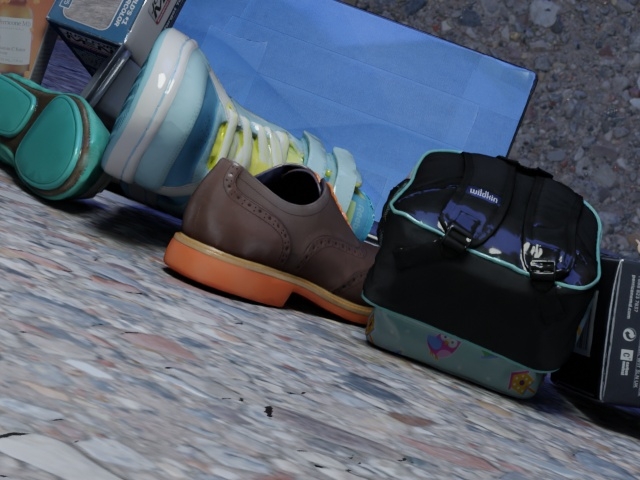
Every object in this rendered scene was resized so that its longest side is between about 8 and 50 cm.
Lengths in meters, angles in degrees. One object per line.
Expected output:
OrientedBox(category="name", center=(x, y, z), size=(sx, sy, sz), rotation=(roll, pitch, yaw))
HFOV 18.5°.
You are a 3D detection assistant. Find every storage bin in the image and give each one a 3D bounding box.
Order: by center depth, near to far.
OrientedBox(category="storage bin", center=(-0.209, -0.138, 2.087), size=(0.091, 0.098, 0.135), rotation=(36, -14, -10))

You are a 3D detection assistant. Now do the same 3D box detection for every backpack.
OrientedBox(category="backpack", center=(0.120, 0.016, 1.435), size=(0.166, 0.144, 0.188), rotation=(18, 31, 3))

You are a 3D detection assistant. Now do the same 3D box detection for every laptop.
OrientedBox(category="laptop", center=(-0.009, -0.122, 1.904), size=(0.382, 0.236, 0.408), rotation=(20, 6, 6))

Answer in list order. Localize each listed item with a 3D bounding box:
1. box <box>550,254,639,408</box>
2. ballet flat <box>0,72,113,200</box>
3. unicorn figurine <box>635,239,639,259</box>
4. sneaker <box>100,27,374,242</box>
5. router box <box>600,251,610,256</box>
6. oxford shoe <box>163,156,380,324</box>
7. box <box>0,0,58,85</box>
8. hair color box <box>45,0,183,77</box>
OrientedBox(category="box", center=(0.295, 0.075, 1.482), size=(0.207, 0.108, 0.153), rotation=(8, 0, -6))
OrientedBox(category="ballet flat", center=(-0.212, -0.078, 1.596), size=(0.087, 0.083, 0.247), rotation=(33, -1, -34))
OrientedBox(category="unicorn figurine", center=(0.307, 0.082, 1.808), size=(0.060, 0.162, 0.111), rotation=(-11, 4, -24))
OrientedBox(category="sneaker", center=(-0.052, -0.060, 1.530), size=(0.208, 0.127, 0.319), rotation=(25, -3, 2))
OrientedBox(category="router box", center=(0.204, 0.038, 1.855), size=(0.122, 0.092, 0.038), rotation=(20, 6, 1))
OrientedBox(category="oxford shoe", center=(0.000, 0.000, 1.469), size=(0.097, 0.098, 0.271), rotation=(24, 7, 34))
OrientedBox(category="box", center=(-0.359, -0.247, 2.184), size=(0.130, 0.170, 0.091), rotation=(19, 6, 0))
OrientedBox(category="hair color box", center=(-0.183, -0.243, 2.268), size=(0.105, 0.174, 0.347), rotation=(22, -13, 17))
